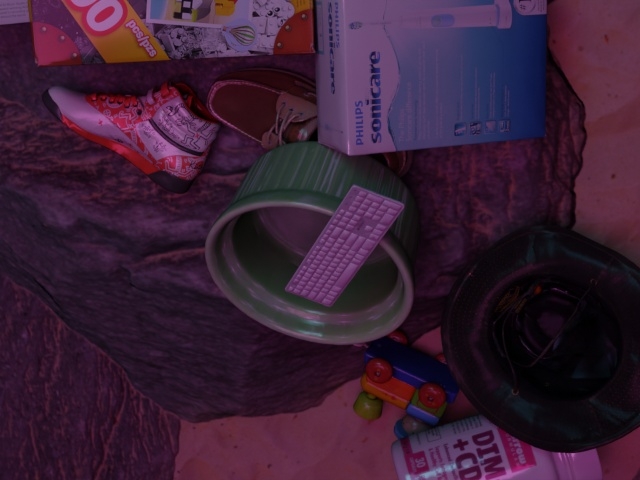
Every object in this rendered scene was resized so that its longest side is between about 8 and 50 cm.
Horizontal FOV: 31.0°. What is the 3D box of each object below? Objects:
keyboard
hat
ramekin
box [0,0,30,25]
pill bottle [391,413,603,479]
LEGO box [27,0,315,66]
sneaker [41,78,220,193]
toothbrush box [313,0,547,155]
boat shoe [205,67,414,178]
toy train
[{"bbox_3d":[0.028,0.012,1.529,0.072,0.014,0.256,25,140,-7],"label":"keyboard"},{"bbox_3d":[0.347,0.144,1.663,0.331,0.134,0.331,-4,81,24],"label":"hat"},{"bbox_3d":[0.000,0.000,1.656,0.303,0.148,0.303,11,140,10],"label":"ramekin"},{"bbox_3d":[-0.412,-0.482,1.685,0.232,0.058,0.322,-9,105,-20],"label":"box"},{"bbox_3d":[0.259,0.334,1.705,0.283,0.160,0.160,-18,99,3],"label":"pill bottle"},{"bbox_3d":[-0.212,-0.492,1.542,0.372,0.193,0.500,-5,101,-9],"label":"LEGO box"},{"bbox_3d":[-0.283,-0.201,1.771,0.270,0.090,0.145,33,109,1],"label":"sneaker"},{"bbox_3d":[0.147,-0.239,1.556,0.295,0.126,0.216,-8,105,-19],"label":"toothbrush box"},{"bbox_3d":[-0.022,-0.169,1.693,0.324,0.116,0.123,18,108,10],"label":"boat shoe"},{"bbox_3d":[0.083,0.214,1.783,0.248,0.105,0.143,24,122,8],"label":"toy train"}]
